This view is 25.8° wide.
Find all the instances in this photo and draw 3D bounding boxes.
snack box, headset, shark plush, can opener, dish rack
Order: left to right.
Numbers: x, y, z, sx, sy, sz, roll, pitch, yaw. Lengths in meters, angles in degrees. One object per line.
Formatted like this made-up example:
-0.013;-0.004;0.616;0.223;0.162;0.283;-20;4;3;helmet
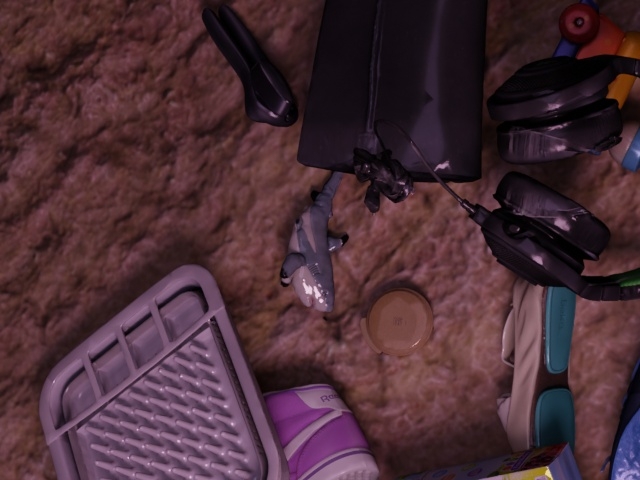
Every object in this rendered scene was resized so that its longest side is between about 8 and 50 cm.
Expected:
-0.171;0.222;1.573;0.285;0.072;0.332;-38;51;17;dish rack
-0.080;-0.209;1.653;0.073;0.059;0.186;-53;57;36;can opener
0.000;0.000;1.614;0.067;0.073;0.161;14;67;2;shark plush
0.182;0.315;1.438;0.207;0.070;0.174;-19;96;33;snack box
0.228;-0.061;1.362;0.394;0.185;0.243;4;100;-10;headset

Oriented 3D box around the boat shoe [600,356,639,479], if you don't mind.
0.361;0.172;1.428;0.109;0.089;0.258;23;85;4;boat shoe

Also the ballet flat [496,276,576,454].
0.227;0.149;1.490;0.086;0.086;0.248;3;84;21;ballet flat

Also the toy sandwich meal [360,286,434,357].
0.088;0.094;1.568;0.086;0.029;0.085;-3;79;17;toy sandwich meal

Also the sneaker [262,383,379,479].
-0.069;0.271;1.582;0.282;0.102;0.161;-38;56;15;sneaker

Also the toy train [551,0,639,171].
0.322;-0.205;1.480;0.143;0.105;0.248;27;94;11;toy train

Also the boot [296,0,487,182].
0.164;-0.280;1.498;0.367;0.146;0.445;4;80;40;boot
